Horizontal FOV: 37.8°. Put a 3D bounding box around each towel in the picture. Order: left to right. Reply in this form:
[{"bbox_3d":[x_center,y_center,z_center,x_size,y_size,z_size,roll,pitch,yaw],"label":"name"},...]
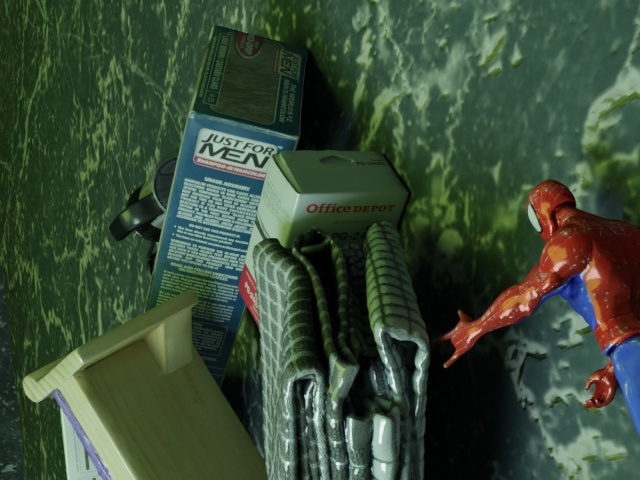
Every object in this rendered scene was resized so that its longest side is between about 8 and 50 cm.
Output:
[{"bbox_3d":[0.008,0.147,0.711,0.235,0.121,0.284,-95,4,-68],"label":"towel"}]

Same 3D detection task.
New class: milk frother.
[{"bbox_3d":[-0.191,-0.018,1.236,0.143,0.129,0.134,43,153,-10],"label":"milk frother"}]

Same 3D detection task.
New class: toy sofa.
[{"bbox_3d":[-0.124,0.248,0.891,0.177,0.150,0.363,-35,86,44],"label":"toy sofa"}]

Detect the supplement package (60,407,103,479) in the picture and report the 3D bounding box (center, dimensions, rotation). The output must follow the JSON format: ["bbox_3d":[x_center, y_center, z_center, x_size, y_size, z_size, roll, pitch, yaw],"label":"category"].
[{"bbox_3d":[-0.214,0.272,1.147,0.262,0.145,0.204,107,154,-79],"label":"supplement package"}]

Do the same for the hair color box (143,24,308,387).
[{"bbox_3d":[-0.109,-0.026,0.982,0.174,0.105,0.347,-88,14,-51],"label":"hair color box"}]

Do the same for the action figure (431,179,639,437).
[{"bbox_3d":[0.167,0.097,0.532,0.139,0.091,0.280,-51,49,41],"label":"action figure"}]

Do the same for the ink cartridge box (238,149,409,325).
[{"bbox_3d":[0.000,0.000,0.828,0.063,0.109,0.151,58,142,44],"label":"ink cartridge box"}]
